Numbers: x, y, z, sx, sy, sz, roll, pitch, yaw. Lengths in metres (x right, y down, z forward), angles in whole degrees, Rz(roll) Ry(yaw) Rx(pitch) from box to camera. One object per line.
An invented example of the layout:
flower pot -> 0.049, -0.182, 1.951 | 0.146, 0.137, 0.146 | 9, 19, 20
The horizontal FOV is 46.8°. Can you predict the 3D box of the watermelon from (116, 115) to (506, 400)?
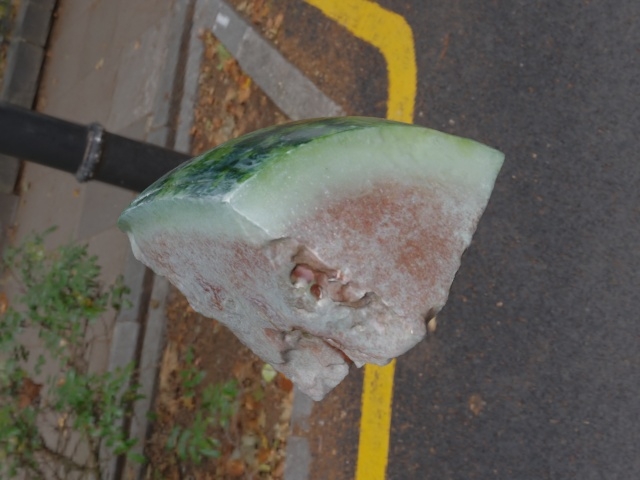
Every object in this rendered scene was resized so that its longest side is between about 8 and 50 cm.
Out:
watermelon -> 0.000, 0.000, 0.604 | 0.193, 0.310, 0.231 | 131, 133, -61
